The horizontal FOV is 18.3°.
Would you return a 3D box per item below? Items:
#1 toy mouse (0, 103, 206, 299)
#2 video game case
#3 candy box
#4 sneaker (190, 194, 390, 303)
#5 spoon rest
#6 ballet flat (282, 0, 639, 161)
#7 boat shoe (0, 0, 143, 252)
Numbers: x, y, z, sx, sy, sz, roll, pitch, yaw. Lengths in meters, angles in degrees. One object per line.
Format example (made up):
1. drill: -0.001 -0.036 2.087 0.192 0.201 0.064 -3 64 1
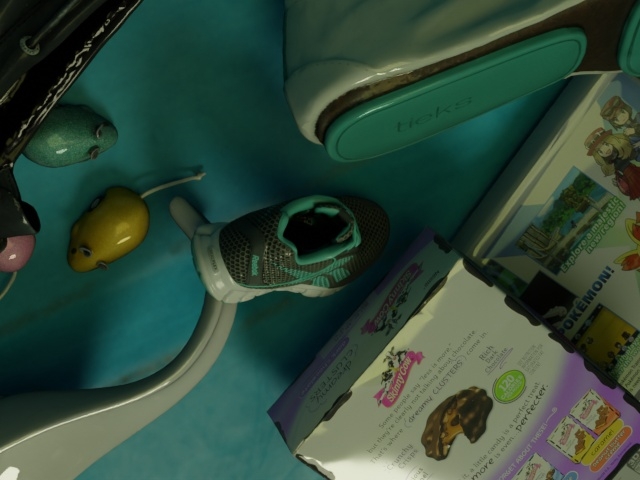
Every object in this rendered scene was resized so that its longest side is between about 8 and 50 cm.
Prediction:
1. toy mouse: -0.171 -0.031 1.218 0.161 0.031 0.143 -43 115 1
2. video game case: 0.200 0.083 1.369 0.300 0.036 0.329 34 97 -24
3. candy box: 0.093 0.115 1.289 0.196 0.070 0.165 39 95 -25
4. sneaker: 0.000 0.000 1.223 0.166 0.076 0.065 -16 85 -51
5. spoon rest: -0.149 0.101 1.229 0.084 0.137 0.276 42 90 19
6. ballet flat: 0.161 -0.161 1.227 0.400 0.139 0.139 -15 112 -12
7. boat shoe: -0.199 -0.049 1.134 0.113 0.127 0.340 31 84 5
